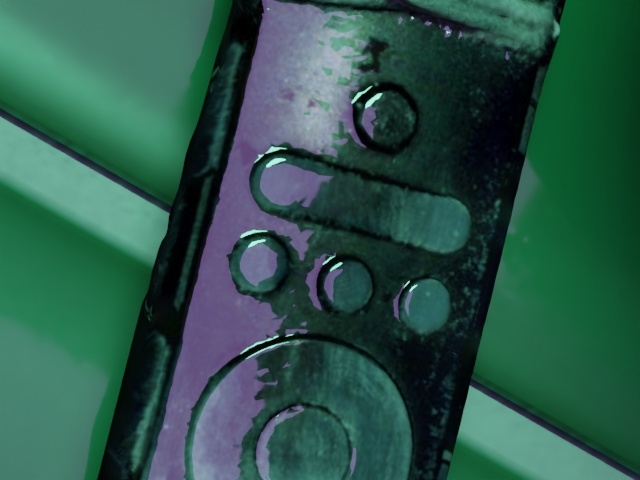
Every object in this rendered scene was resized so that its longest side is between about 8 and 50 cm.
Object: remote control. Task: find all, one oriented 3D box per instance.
[{"bbox_3d":[0.000,0.000,0.441,0.090,0.066,0.266,15,90,-22],"label":"remote control"}]
